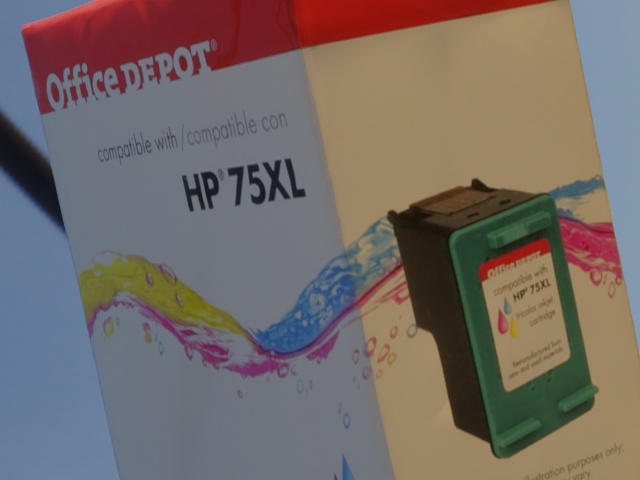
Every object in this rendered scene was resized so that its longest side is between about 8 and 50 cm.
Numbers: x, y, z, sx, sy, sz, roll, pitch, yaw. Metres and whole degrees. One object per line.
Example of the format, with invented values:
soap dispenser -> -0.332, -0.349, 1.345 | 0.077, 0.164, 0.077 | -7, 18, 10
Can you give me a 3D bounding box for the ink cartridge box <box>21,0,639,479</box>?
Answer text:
ink cartridge box -> 0.000, 0.000, 0.436 | 0.078, 0.134, 0.231 | -15, -85, -32
